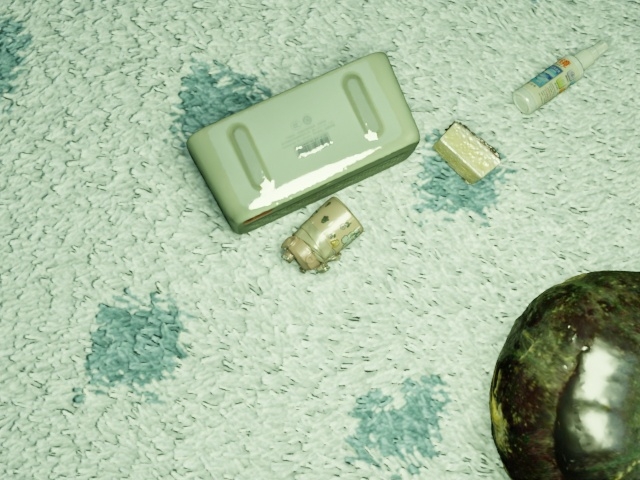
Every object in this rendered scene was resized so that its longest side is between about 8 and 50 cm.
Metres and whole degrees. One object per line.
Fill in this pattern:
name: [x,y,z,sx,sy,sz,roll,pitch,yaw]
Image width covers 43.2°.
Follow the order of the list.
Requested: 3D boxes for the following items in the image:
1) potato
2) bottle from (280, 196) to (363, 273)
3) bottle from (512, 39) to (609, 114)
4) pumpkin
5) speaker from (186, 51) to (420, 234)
potato: [0.278,-0.168,1.551,0.122,0.086,0.061,42,77,2]
bottle: [-0.001,-0.001,1.506,0.152,0.099,0.099,-43,81,-5]
bottle: [0.482,-0.329,1.605,0.217,0.060,0.060,-34,79,-8]
pumpkin: [0.494,0.269,1.318,0.455,0.344,0.454,1,85,-15]
speaker: [-0.025,-0.175,1.503,0.406,0.183,0.184,-25,84,-6]
